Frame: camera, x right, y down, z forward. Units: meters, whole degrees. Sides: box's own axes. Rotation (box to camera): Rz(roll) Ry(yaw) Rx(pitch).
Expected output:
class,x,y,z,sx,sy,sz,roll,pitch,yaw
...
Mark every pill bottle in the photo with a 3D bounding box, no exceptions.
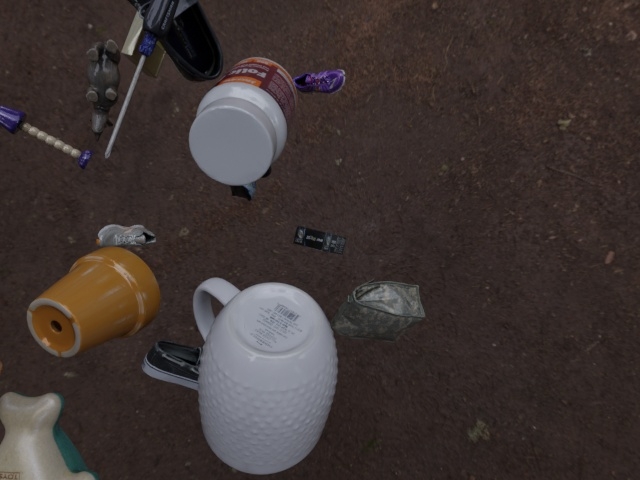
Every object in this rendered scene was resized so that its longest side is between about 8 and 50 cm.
class,x,y,z,sx,sy,sz,roll,pitch,yaw
pill bottle,-0.186,-0.313,1.078,0.223,0.392,0.224,2,125,2

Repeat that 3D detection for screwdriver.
class,x,y,z,sx,sy,sz,roll,pitch,yaw
screwdriver,-0.164,-0.154,0.377,0.024,0.025,0.170,22,87,-3

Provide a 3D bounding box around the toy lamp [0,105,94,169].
class,x,y,z,sx,sy,sz,roll,pitch,yaw
toy lamp,-0.870,-0.327,1.329,0.274,0.080,0.080,29,89,-30

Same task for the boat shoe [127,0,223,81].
class,x,y,z,sx,sy,sz,roll,pitch,yaw
boat shoe,-0.416,-0.645,1.123,0.187,0.500,0.156,-43,48,-12

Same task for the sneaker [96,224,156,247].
class,x,y,z,sx,sy,sz,roll,pitch,yaw
sneaker,-0.834,-0.015,1.829,0.121,0.262,0.099,16,106,24

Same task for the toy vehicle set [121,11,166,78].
class,x,y,z,sx,sy,sz,roll,pitch,yaw
toy vehicle set,-0.542,-0.690,1.371,0.035,0.166,0.267,20,88,5

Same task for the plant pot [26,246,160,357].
class,x,y,z,sx,sy,sz,roll,pitch,yaw
plant pot,-0.479,0.138,0.877,0.205,0.188,0.205,5,109,15

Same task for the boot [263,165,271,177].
class,x,y,z,sx,sy,sz,roll,pitch,yaw
boot,-0.315,-0.323,1.620,0.094,0.207,0.247,-23,105,32

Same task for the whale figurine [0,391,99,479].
class,x,y,z,sx,sy,sz,roll,pitch,yaw
whale figurine,-0.441,0.371,0.672,0.216,0.141,0.272,-3,87,8

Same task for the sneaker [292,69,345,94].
class,x,y,z,sx,sy,sz,roll,pitch,yaw
sneaker,-0.007,-0.469,1.246,0.169,0.071,0.068,0,96,29

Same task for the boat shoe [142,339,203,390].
class,x,y,z,sx,sy,sz,roll,pitch,yaw
boat shoe,-0.354,0.361,1.235,0.306,0.113,0.105,28,106,-27

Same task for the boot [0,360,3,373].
class,x,y,z,sx,sy,sz,roll,pitch,yaw
boot,-0.550,0.147,0.478,0.220,0.109,0.283,-29,128,23

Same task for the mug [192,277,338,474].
class,x,y,z,sx,sy,sz,roll,pitch,yaw
mug,-0.136,0.227,0.850,0.374,0.328,0.276,37,47,27

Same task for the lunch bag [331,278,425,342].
class,x,y,z,sx,sy,sz,roll,pitch,yaw
lunch bag,0.201,0.263,1.584,0.286,0.235,0.169,9,51,-18

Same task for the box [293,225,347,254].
class,x,y,z,sx,sy,sz,roll,pitch,yaw
box,0.000,0.000,1.756,0.147,0.180,0.078,15,91,32

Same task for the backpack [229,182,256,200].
class,x,y,z,sx,sy,sz,roll,pitch,yaw
backpack,-0.324,-0.233,1.742,0.104,0.114,0.084,18,69,12

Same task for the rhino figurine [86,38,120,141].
class,x,y,z,sx,sy,sz,roll,pitch,yaw
rhino figurine,-0.524,-0.357,1.010,0.073,0.106,0.244,5,112,-26
